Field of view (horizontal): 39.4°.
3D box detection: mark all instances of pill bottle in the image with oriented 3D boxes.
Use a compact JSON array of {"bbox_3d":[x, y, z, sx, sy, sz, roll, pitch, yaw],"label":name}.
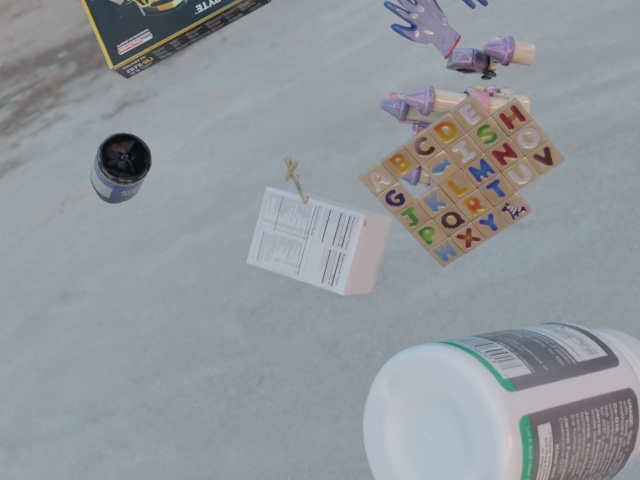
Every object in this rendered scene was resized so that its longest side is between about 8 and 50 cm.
[{"bbox_3d":[0.241,0.202,1.033,0.361,0.204,0.204,-1,2,-42],"label":"pill bottle"},{"bbox_3d":[-0.469,-0.160,2.078,0.123,0.122,0.219,-39,1,-24],"label":"pill bottle"}]

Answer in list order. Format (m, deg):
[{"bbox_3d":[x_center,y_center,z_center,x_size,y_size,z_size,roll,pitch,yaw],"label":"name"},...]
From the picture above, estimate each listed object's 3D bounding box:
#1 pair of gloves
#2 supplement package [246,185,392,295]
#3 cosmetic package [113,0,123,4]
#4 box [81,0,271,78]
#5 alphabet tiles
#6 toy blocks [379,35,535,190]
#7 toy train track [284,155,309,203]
[{"bbox_3d":[0.208,-0.417,1.514,0.198,0.159,0.023,-54,23,5],"label":"pair of gloves"},{"bbox_3d":[0.000,0.000,2.158,0.263,0.197,0.199,17,6,23],"label":"supplement package"},{"bbox_3d":[-0.245,-0.493,0.967,0.098,0.284,0.377,25,89,27],"label":"cosmetic package"},{"bbox_3d":[-0.290,-0.494,1.680,0.322,0.257,0.079,-25,-11,9],"label":"box"},{"bbox_3d":[0.206,-0.086,1.241,0.237,0.198,0.009,-35,24,23],"label":"alphabet tiles"},{"bbox_3d":[0.233,-0.257,1.705,0.260,0.308,0.288,6,-3,-7],"label":"toy blocks"},{"bbox_3d":[-0.033,-0.093,1.354,0.014,0.083,0.048,-10,-26,-29],"label":"toy train track"}]
